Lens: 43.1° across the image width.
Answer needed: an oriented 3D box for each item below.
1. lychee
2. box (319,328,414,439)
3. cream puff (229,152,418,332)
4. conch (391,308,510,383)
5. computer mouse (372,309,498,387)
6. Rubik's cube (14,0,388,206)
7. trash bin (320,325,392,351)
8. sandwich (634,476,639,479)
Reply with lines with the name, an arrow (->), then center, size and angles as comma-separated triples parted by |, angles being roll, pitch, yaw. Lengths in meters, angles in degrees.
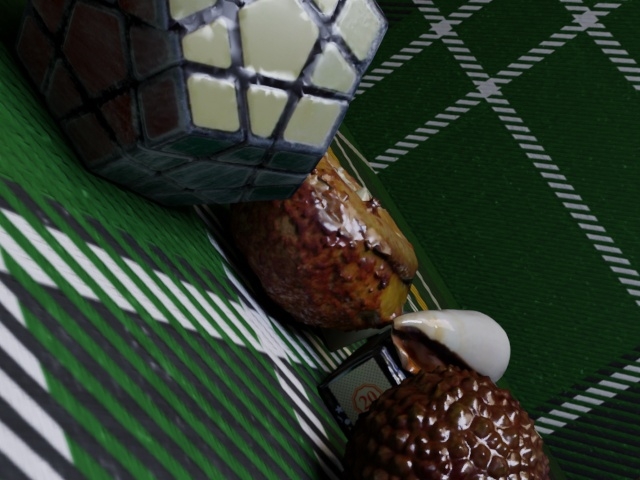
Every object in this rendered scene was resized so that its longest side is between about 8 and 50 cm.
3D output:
lychee -> 0.103, 0.207, 0.686 | 0.188, 0.188, 0.188 | 53, 11, -15
box -> 0.132, 0.250, 0.896 | 0.310, 0.084, 0.198 | 57, 11, 5
cream puff -> 0.000, 0.000, 0.877 | 0.240, 0.164, 0.240 | 42, 4, -3
conch -> 0.141, 0.118, 0.860 | 0.094, 0.104, 0.176 | 17, -6, 30
computer mouse -> 0.209, 0.248, 1.157 | 0.373, 0.114, 0.203 | 58, 10, 8
Rubik's cube -> -0.096, -0.179, 0.705 | 0.264, 0.319, 0.319 | 27, 15, -6
trash bin -> 0.049, 0.092, 0.968 | 0.061, 0.092, 0.043 | -75, 145, -75
sandwich -> 0.392, 0.443, 0.951 | 0.301, 0.271, 0.099 | 55, 20, -5
